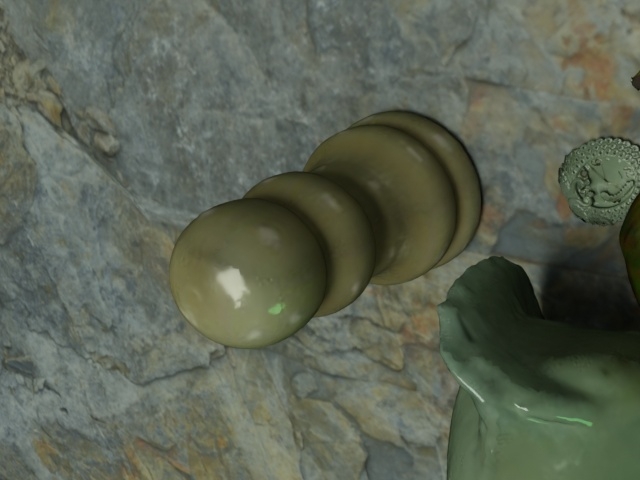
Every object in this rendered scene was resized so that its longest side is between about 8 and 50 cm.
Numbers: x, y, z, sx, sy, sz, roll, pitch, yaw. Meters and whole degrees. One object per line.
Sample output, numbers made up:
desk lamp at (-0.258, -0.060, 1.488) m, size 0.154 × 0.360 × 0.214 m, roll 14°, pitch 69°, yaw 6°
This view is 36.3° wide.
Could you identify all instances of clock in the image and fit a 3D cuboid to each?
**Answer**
clock at (0.241, -0.050, 0.821) m, size 0.083 × 0.010 × 0.074 m, roll -27°, pitch 91°, yaw 40°

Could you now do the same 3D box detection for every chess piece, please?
chess piece at (0.000, 0.000, 0.835) m, size 0.167 × 0.300 × 0.167 m, roll 16°, pitch 119°, yaw 31°

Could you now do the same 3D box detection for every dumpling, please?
dumpling at (0.218, 0.166, 0.763) m, size 0.212 × 0.270 × 0.320 m, roll 12°, pitch 125°, yaw 28°

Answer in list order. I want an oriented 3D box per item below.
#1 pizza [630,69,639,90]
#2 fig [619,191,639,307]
pizza at (0.378, -0.151, 0.635) m, size 0.251 × 0.074 × 0.287 m, roll 45°, pitch 130°, yaw 14°
fig at (0.344, -0.011, 0.710) m, size 0.245 × 0.149 × 0.149 m, roll -27°, pitch 91°, yaw 21°
